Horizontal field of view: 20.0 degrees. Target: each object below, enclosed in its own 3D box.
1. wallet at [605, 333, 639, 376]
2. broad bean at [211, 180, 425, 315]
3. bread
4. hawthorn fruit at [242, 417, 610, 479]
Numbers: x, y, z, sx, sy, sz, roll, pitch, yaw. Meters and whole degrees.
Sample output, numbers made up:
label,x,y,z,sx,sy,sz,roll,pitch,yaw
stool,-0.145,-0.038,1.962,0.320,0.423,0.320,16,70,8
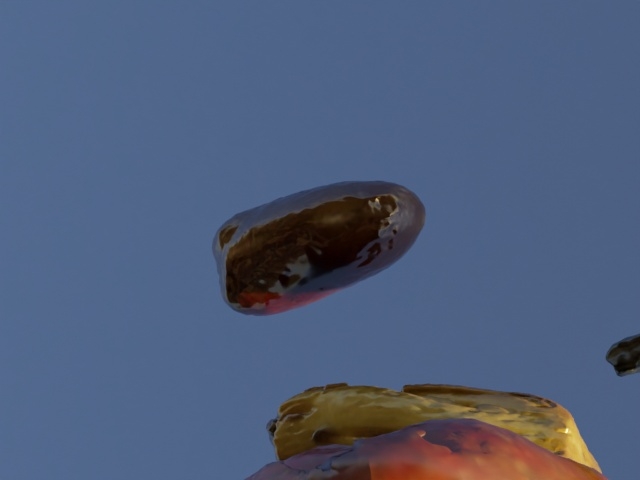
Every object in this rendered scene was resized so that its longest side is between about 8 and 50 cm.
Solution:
label,x,y,z,sx,sy,sz,roll,pitch,yaw
wallet,0.316,0.032,1.172,0.146,0.285,0.030,-40,-111,39
broad bean,0.000,0.000,1.384,0.165,0.114,0.084,-21,-96,24
bread,0.098,0.177,1.321,0.235,0.210,0.099,3,-123,27
hawthorn fruit,0.054,0.256,0.944,0.276,0.276,0.307,-16,-123,23
